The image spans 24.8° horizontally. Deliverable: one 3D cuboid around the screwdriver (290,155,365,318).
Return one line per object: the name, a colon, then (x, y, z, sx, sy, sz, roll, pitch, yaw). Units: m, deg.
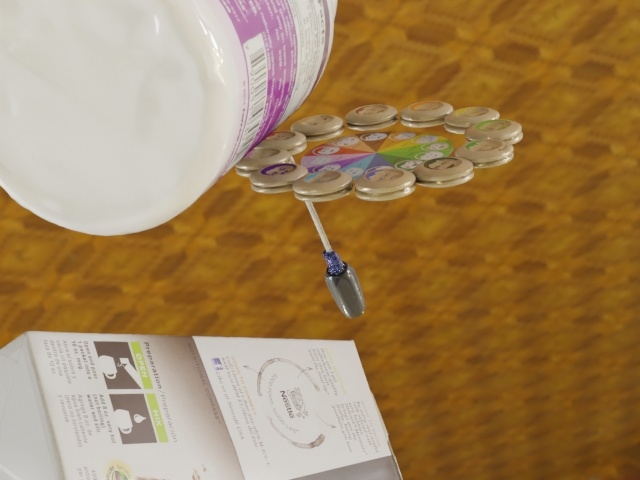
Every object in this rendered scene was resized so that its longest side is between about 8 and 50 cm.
screwdriver: (0.000, 0.000, 1.089, 0.025, 0.024, 0.170, -47, 136, -19)

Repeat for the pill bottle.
pill bottle: (-0.088, -0.128, 0.916, 0.169, 0.169, 0.301, -34, -173, 25)

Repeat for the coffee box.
coffee box: (-0.109, 0.146, 0.945, 0.168, 0.118, 0.297, -33, 156, 34)

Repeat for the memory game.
memory game: (0.037, -0.060, 0.930, 0.186, 0.186, 0.012, -13, 111, -13)
